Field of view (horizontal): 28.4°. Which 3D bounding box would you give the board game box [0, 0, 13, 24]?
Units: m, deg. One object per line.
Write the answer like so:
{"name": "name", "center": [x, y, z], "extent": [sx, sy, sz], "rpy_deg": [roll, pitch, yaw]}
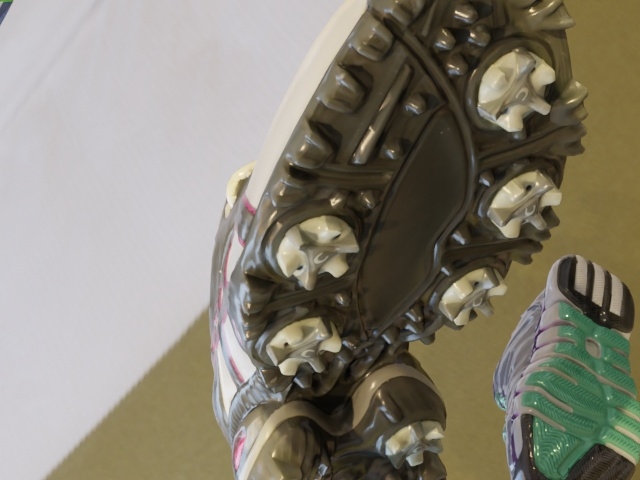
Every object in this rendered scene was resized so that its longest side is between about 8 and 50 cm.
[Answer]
{"name": "board game box", "center": [-0.182, -0.165, 0.408], "extent": [0.035, 0.136, 0.201], "rpy_deg": [-27, 72, 61]}

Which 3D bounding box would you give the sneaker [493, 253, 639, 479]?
{"name": "sneaker", "center": [0.147, 0.108, 0.799], "extent": [0.098, 0.083, 0.224], "rpy_deg": [-55, 5, 38]}

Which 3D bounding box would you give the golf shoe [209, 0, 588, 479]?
{"name": "golf shoe", "center": [0.000, 0.000, 0.434], "extent": [0.273, 0.105, 0.120], "rpy_deg": [105, 146, -47]}
